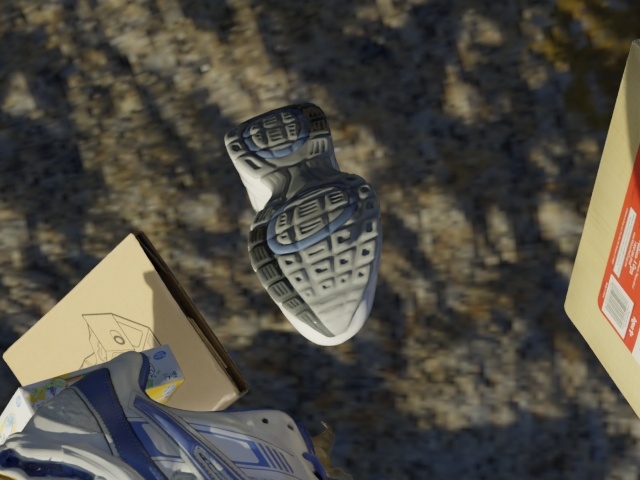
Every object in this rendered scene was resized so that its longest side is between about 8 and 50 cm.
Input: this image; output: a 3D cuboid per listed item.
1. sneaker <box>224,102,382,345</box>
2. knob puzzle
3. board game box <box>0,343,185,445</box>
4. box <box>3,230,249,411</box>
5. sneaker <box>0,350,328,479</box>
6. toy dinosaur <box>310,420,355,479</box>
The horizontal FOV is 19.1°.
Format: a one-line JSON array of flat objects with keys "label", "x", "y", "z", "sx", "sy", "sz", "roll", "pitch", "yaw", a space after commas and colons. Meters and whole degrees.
[{"label": "sneaker", "x": 0.000, "y": 0.000, "z": 1.551, "sx": 0.111, "sy": 0.297, "sz": 0.129, "roll": -17, "pitch": 122, "yaw": 2}, {"label": "knob puzzle", "x": 0.177, "y": 0.034, "z": 0.802, "sx": 0.030, "sy": 0.213, "sz": 0.213, "roll": -15, "pitch": 94, "yaw": -20}, {"label": "board game box", "x": -0.158, "y": 0.123, "z": 1.168, "sx": 0.103, "sy": 0.154, "sz": 0.026, "roll": -15, "pitch": 67, "yaw": -34}, {"label": "box", "x": -0.171, "y": 0.111, "z": 1.627, "sx": 0.164, "sy": 0.201, "sz": 0.021, "roll": 55, "pitch": 35, "yaw": 7}, {"label": "sneaker", "x": -0.020, "y": 0.142, "z": 0.907, "sx": 0.296, "sy": 0.112, "sz": 0.131, "roll": 26, "pitch": 54, "yaw": 20}, {"label": "toy dinosaur", "x": -0.006, "y": 0.191, "z": 1.602, "sx": 0.092, "sy": 0.053, "sz": 0.183, "roll": 51, "pitch": 30, "yaw": 12}]
